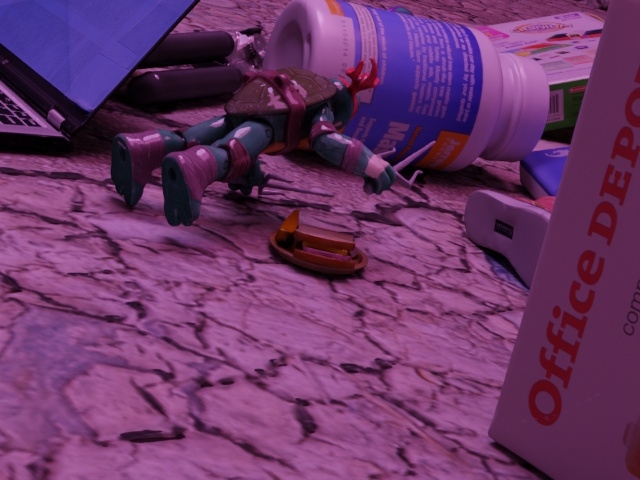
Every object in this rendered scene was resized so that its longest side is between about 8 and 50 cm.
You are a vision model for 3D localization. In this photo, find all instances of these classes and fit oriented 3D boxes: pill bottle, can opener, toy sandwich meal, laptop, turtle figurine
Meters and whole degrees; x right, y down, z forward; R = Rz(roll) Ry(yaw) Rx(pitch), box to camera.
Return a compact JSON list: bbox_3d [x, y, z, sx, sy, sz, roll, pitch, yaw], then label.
[{"bbox_3d":[0.089,-0.151,1.297,0.272,0.152,0.152,7,19,-22],"label":"pill bottle"},{"bbox_3d":[-0.136,-0.185,1.395,0.095,0.076,0.283,-13,3,30],"label":"can opener"},{"bbox_3d":[0.000,0.000,0.964,0.085,0.029,0.085,13,18,-4],"label":"toy sandwich meal"},{"bbox_3d":[-0.322,-0.251,1.137,0.408,0.236,0.382,2,21,-35],"label":"laptop"},{"bbox_3d":[-0.036,-0.076,1.005,0.234,0.118,0.175,-18,8,-33],"label":"turtle figurine"}]

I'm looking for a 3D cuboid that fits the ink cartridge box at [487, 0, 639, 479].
[{"bbox_3d":[0.295,0.057,0.622,0.160,0.279,0.384,-4,25,-42],"label":"ink cartridge box"}]

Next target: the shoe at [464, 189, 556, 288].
[{"bbox_3d":[0.195,-0.001,1.066,0.081,0.063,0.178,1,17,-23],"label":"shoe"}]

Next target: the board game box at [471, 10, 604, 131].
[{"bbox_3d":[0.324,-0.240,1.775,0.242,0.064,0.316,-11,24,-12],"label":"board game box"}]

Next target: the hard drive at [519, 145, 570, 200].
[{"bbox_3d":[0.333,-0.035,1.220,0.210,0.040,0.319,-8,20,-4],"label":"hard drive"}]

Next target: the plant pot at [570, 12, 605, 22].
[{"bbox_3d":[0.405,-0.274,1.998,0.134,0.134,0.095,26,-6,32],"label":"plant pot"}]

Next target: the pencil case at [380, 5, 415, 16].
[{"bbox_3d":[0.127,-0.327,2.010,0.070,0.064,0.152,28,14,-12],"label":"pencil case"}]
